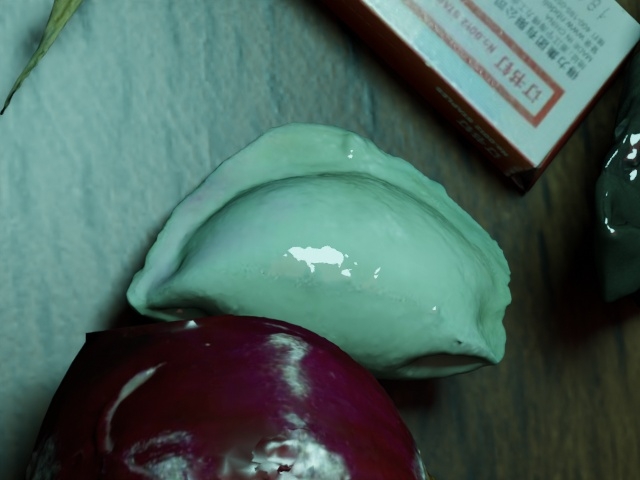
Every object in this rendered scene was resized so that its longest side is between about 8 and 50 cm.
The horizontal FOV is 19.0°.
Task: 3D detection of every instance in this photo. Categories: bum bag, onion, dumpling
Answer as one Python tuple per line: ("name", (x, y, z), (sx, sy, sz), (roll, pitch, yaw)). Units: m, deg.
("bum bag", (0.223, -0.093, 1.141), (0.080, 0.142, 0.326), (17, 66, 24))
("onion", (-0.042, 0.136, 0.920), (0.216, 0.207, 0.206), (-6, 85, -1))
("dumpling", (-0.001, 0.012, 1.056), (0.217, 0.149, 0.105), (4, 117, -13))

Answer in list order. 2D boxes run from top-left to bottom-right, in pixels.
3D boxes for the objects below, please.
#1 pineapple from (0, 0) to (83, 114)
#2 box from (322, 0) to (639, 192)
("pineapple", (-0.092, -0.247, 1.029), (0.158, 0.161, 0.334), (48, 66, -8))
("box", (0.080, -0.149, 1.130), (0.229, 0.050, 0.123), (42, 71, -9))
